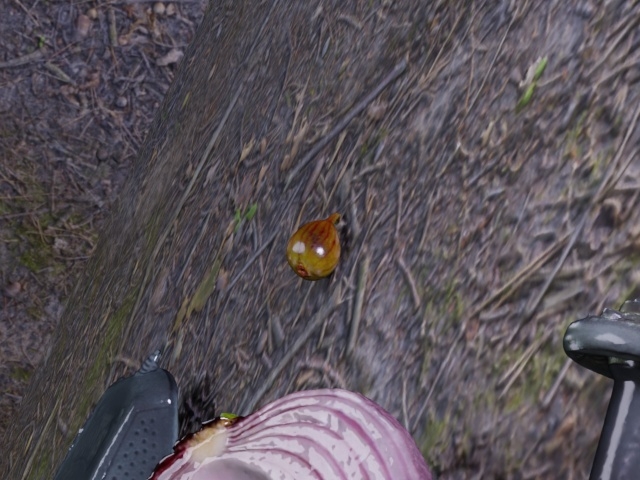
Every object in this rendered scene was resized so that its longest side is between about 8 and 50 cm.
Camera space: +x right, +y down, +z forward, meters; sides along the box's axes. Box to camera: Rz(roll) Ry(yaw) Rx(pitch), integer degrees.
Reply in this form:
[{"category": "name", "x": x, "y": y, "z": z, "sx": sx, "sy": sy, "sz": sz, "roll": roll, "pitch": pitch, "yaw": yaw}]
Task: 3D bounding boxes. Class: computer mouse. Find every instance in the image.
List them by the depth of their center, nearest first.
[{"category": "computer mouse", "x": -0.234, "y": 0.296, "z": 1.281, "sx": 0.371, "sy": 0.122, "sz": 0.188, "roll": -65, "pitch": 20, "yaw": -12}]

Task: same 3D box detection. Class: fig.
[{"category": "fig", "x": 0.000, "y": 0.000, "z": 1.079, "sx": 0.050, "sy": 0.050, "sz": 0.083, "roll": -48, "pitch": 7, "yaw": 47}]

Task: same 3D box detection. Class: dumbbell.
[{"category": "dumbbell", "x": 0.128, "y": 0.104, "z": 0.511, "sx": 0.081, "sy": 0.082, "sz": 0.254, "roll": -15, "pitch": 56, "yaw": 68}]

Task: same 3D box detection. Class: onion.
[{"category": "onion", "x": -0.010, "y": 0.234, "z": 0.669, "sx": 0.227, "sy": 0.120, "sz": 0.283, "roll": -30, "pitch": 46, "yaw": 18}]

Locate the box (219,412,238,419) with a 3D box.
[{"category": "box", "x": -0.048, "y": 0.247, "z": 0.916, "sx": 0.187, "sy": 0.047, "sz": 0.335, "roll": -70, "pitch": 19, "yaw": -7}]
